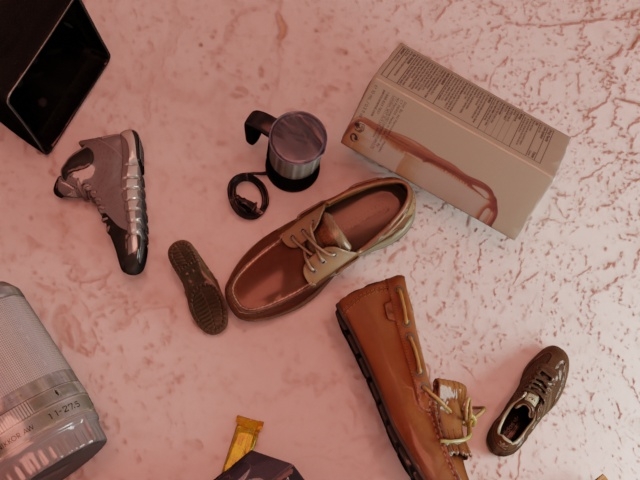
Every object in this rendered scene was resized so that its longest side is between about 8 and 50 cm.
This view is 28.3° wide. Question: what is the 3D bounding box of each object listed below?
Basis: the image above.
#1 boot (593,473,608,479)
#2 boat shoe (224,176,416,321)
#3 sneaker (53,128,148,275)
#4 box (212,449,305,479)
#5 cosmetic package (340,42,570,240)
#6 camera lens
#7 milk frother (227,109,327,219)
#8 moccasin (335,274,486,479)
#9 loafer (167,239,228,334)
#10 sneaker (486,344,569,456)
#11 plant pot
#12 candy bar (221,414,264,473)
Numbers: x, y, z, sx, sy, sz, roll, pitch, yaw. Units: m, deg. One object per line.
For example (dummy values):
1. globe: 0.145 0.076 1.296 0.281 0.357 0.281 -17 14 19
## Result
1. boot: 0.441 0.398 1.797 0.197 0.073 0.152 -26 75 -14
2. boat shoe: 0.000 0.000 1.839 0.324 0.116 0.123 -36 81 -13
3. sneaker: -0.322 -0.050 1.851 0.132 0.086 0.228 -5 65 -1
4. box: -0.088 0.381 1.649 0.163 0.247 0.142 -37 94 -15
5. cosmetic package: 0.200 -0.147 1.863 0.296 0.129 0.153 30 34 5
6. camera lens: -0.442 0.208 1.692 0.219 0.219 0.274 -33 80 -12
7. milk frother: -0.065 -0.106 1.853 0.129 0.135 0.143 14 74 0
8. moccasin: 0.155 0.230 1.791 0.147 0.139 0.380 -23 69 -2
9. loafer: -0.173 0.066 1.842 0.056 0.050 0.148 -21 94 5
10. sneaker: 0.309 0.231 1.827 0.066 0.071 0.188 33 75 4
11. plant pot: -0.443 -0.269 1.850 0.167 0.188 0.187 26 74 16
12. candy bar: -0.123 0.327 1.792 0.040 0.018 0.161 17 75 2
